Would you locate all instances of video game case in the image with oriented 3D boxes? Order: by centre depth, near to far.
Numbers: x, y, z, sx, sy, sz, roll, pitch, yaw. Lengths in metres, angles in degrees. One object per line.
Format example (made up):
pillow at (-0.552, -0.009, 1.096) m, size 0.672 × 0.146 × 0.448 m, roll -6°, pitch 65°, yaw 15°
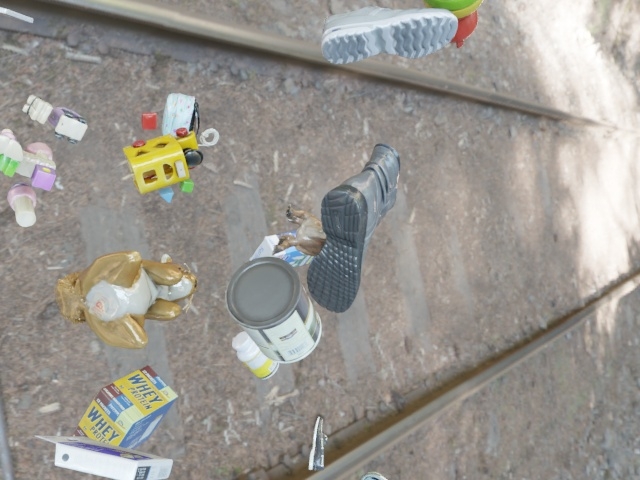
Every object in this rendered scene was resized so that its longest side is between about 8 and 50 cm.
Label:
video game case at (-0.672, -0.474, 1.217) m, size 0.087 × 0.122 × 0.011 m, roll -42°, pitch 147°, yaw -79°

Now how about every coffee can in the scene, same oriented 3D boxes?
coffee can at (-0.122, 0.196, 1.621) m, size 0.275 × 0.201 × 0.201 m, roll 69°, pitch 30°, yaw -58°

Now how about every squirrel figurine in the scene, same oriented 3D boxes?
squirrel figurine at (-0.593, 0.152, 1.853) m, size 0.370 × 0.397 × 0.281 m, roll -28°, pitch 110°, yaw -68°

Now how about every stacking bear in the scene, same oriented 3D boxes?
stacking bear at (0.278, -0.540, 1.265) m, size 0.289 × 0.164 × 0.175 m, roll 58°, pitch 21°, yaw -64°

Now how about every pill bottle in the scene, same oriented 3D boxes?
pill bottle at (-0.239, 0.416, 2.162) m, size 0.184 × 0.103 × 0.103 m, roll 53°, pitch 46°, yaw -31°

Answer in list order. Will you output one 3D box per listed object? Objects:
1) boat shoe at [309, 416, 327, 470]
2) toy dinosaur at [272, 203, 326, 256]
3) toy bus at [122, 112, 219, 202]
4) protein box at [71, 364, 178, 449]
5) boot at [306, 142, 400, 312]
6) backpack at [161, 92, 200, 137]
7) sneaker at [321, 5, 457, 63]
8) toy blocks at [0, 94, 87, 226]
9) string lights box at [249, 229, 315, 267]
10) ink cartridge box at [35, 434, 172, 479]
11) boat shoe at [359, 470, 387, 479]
boat shoe at (-0.002, 0.487, 1.421) m, size 0.046 × 0.038 × 0.125 m, roll 94°, pitch 4°, yaw -53°
toy dinosaur at (0.000, 0.000, 1.433) m, size 0.200 × 0.296 × 0.127 m, roll 18°, pitch 92°, yaw -2°
toy bus at (-0.332, -0.177, 1.323) m, size 0.191 × 0.104 × 0.202 m, roll 24°, pitch 106°, yaw -40°
protein box at (-0.555, 0.500, 1.693) m, size 0.136 × 0.201 × 0.200 m, roll 41°, pitch 22°, yaw 13°
boot at (0.086, -0.017, 1.242) m, size 0.223 × 0.118 × 0.338 m, roll -46°, pitch 158°, yaw -44°
backpack at (-0.463, -0.392, 1.956) m, size 0.115 × 0.152 × 0.182 m, roll 6°, pitch 117°, yaw -21°
sneaker at (0.137, -0.440, 1.199) m, size 0.105 × 0.281 × 0.115 m, roll 90°, pitch -7°, yaw -59°
toy blocks at (-0.752, -0.242, 1.380) m, size 0.288 × 0.260 × 0.309 m, roll 23°, pitch 107°, yaw -39°
string lights box at (-0.088, 0.030, 1.940) m, size 0.260 × 0.133 × 0.077 m, roll -14°, pitch 65°, yaw -39°
ink cartridge box at (-0.419, 0.424, 1.154) m, size 0.206 × 0.208 × 0.045 m, roll 76°, pitch 27°, yaw -70°
boat shoe at (0.204, 0.694, 1.429) m, size 0.116 × 0.319 × 0.099 m, roll -38°, pitch 148°, yaw -13°
